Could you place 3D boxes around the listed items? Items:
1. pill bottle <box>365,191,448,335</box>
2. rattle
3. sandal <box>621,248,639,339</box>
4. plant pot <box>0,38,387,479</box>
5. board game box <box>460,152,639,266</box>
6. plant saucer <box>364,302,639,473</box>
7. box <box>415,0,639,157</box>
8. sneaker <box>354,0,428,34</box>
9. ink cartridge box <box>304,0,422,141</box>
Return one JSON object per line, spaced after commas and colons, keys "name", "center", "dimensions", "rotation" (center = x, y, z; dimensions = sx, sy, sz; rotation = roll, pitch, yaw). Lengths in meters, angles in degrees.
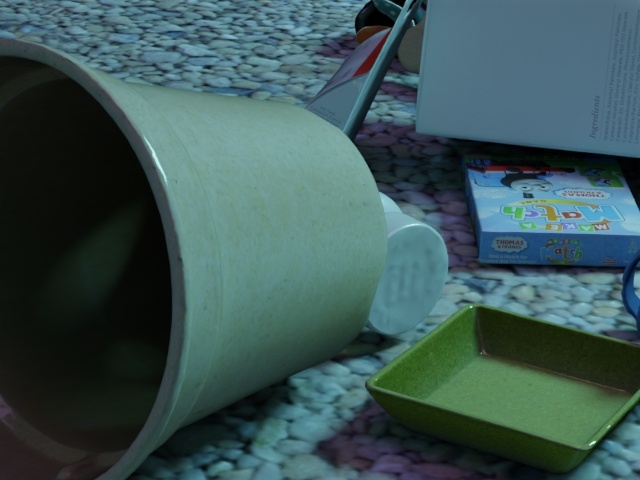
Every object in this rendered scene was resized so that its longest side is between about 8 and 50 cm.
{"name": "pill bottle", "center": [0.000, 0.000, 1.692], "dimensions": [0.121, 0.121, 0.221], "rotation": [-17, 29, -37]}
{"name": "rattle", "center": [0.163, -0.234, 2.286], "dimensions": [0.200, 0.130, 0.143], "rotation": [7, 19, 44]}
{"name": "sandal", "center": [0.385, 0.029, 1.654], "dimensions": [0.317, 0.126, 0.138], "rotation": [-8, 21, -25]}
{"name": "plant pot", "center": [-0.124, 0.012, 1.467], "dimensions": [0.334, 0.333, 0.305], "rotation": [19, 17, 36]}
{"name": "board game box", "center": [0.225, -0.032, 1.886], "dimensions": [0.160, 0.039, 0.211], "rotation": [1, 24, -2]}
{"name": "plant saucer", "center": [0.158, 0.121, 1.512], "dimensions": [0.188, 0.045, 0.188], "rotation": [14, 26, 28]}
{"name": "box", "center": [0.293, -0.175, 2.001], "dimensions": [0.345, 0.168, 0.215], "rotation": [7, 6, 14]}
{"name": "sneaker", "center": [0.181, -0.254, 2.338], "dimensions": [0.302, 0.108, 0.121], "rotation": [6, 23, 32]}
{"name": "ink cartridge box", "center": [0.037, -0.176, 1.976], "dimensions": [0.066, 0.232, 0.189], "rotation": [24, 25, 5]}
